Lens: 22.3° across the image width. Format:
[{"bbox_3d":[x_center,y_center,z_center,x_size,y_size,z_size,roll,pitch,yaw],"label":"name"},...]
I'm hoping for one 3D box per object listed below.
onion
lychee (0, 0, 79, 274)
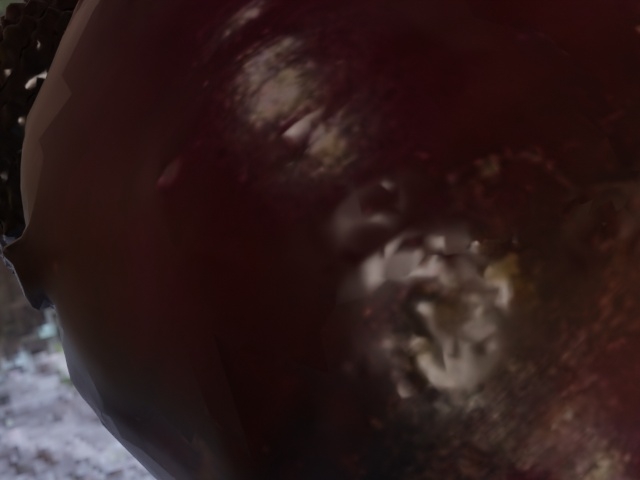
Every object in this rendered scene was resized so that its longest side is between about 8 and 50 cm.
[{"bbox_3d":[0.083,-0.037,0.595,0.385,0.348,0.348,-50,-3,21],"label":"onion"},{"bbox_3d":[-0.101,-0.048,0.853,0.188,0.188,0.188,-13,10,2],"label":"lychee"}]
